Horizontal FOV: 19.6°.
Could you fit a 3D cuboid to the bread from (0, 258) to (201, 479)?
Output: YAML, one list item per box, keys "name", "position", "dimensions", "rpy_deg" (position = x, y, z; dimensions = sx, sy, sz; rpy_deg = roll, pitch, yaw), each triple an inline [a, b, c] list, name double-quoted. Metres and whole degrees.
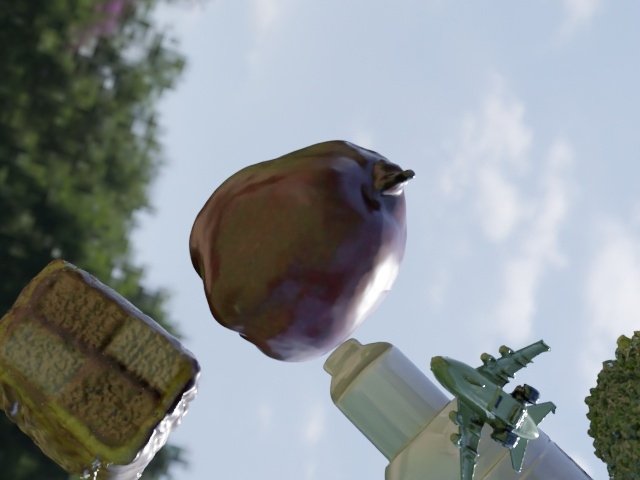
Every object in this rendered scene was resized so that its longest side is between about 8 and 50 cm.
- name: "bread"
  position: [-0.247, 0.141, 1.958]
  dimensions: [0.181, 0.222, 0.096]
  rpy_deg: [-49, 170, -25]

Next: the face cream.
- name: "face cream"
  position: [0.141, 0.217, 1.486]
  dimensions: [0.145, 0.370, 0.145]
  rpy_deg: [-46, 175, -5]

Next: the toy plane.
- name: "toy plane"
  position: [0.104, 0.098, 1.120]
  dimensions: [0.040, 0.111, 0.102]
  rpy_deg: [15, -108, 43]

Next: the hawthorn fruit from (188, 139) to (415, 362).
- name: "hawthorn fruit"
  position: [0.000, 0.000, 1.818]
  dimensions: [0.248, 0.208, 0.208]
  rpy_deg: [-35, -153, 19]

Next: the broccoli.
- name: "broccoli"
  position: [0.386, 0.214, 1.850]
  dimensions: [0.260, 0.235, 0.288]
  rpy_deg: [-71, 152, -52]
